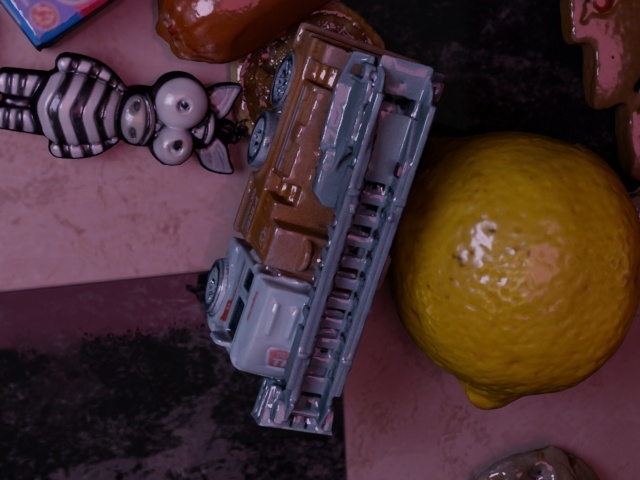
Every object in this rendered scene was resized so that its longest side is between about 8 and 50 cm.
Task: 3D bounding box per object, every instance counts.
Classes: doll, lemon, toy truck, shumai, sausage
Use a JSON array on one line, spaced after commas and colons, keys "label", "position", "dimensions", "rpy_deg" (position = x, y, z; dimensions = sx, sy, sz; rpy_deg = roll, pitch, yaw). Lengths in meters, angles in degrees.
[{"label": "doll", "position": [-0.168, -0.110, 0.744], "dimensions": [0.219, 0.067, 0.091], "rpy_deg": [5, 106, -18]}, {"label": "lemon", "position": [0.177, 0.027, 0.784], "dimensions": [0.228, 0.228, 0.253], "rpy_deg": [-11, 106, -14]}, {"label": "toy truck", "position": [0.000, 0.000, 0.736], "dimensions": [0.133, 0.184, 0.338], "rpy_deg": [14, 104, -20]}, {"label": "shumai", "position": [0.239, 0.326, 0.911], "dimensions": [0.201, 0.120, 0.201], "rpy_deg": [-2, 99, -13]}, {"label": "sausage", "position": [0.008, -0.272, 0.746], "dimensions": [0.348, 0.094, 0.097], "rpy_deg": [-37, 85, -7]}]

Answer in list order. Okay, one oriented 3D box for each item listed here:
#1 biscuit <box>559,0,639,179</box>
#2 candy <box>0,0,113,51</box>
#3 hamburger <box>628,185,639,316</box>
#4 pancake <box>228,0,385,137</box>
[{"label": "biscuit", "position": [0.352, -0.217, 0.883], "dimensions": [0.301, 0.043, 0.278], "rpy_deg": [33, 90, -19]}, {"label": "candy", "position": [-0.155, -0.305, 0.696], "dimensions": [0.306, 0.100, 0.157], "rpy_deg": [-37, 108, -6]}, {"label": "hamburger", "position": [0.342, 0.009, 0.913], "dimensions": [0.140, 0.062, 0.133], "rpy_deg": [-29, 102, -7]}, {"label": "pancake", "position": [-0.009, -0.148, 0.801], "dimensions": [0.158, 0.028, 0.158], "rpy_deg": [-3, 102, -12]}]
